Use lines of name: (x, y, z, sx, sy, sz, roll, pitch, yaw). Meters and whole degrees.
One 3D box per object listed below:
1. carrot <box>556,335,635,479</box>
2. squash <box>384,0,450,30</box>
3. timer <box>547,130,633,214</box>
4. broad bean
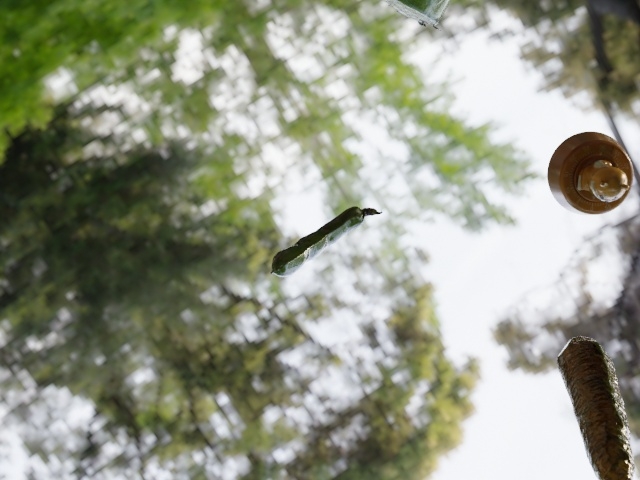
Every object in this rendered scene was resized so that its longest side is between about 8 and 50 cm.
carrot: (0.318, 0.198, 1.705, 0.066, 0.066, 0.314, -27, -161, 11)
squash: (0.150, -0.419, 1.848, 0.111, 0.203, 0.288, 28, -85, 37)
timer: (0.424, -0.092, 2.276, 0.132, 0.132, 0.152, -31, -169, 1)
broad bean: (-0.003, 0.001, 2.194, 0.227, 0.039, 0.069, -34, -173, -37)
